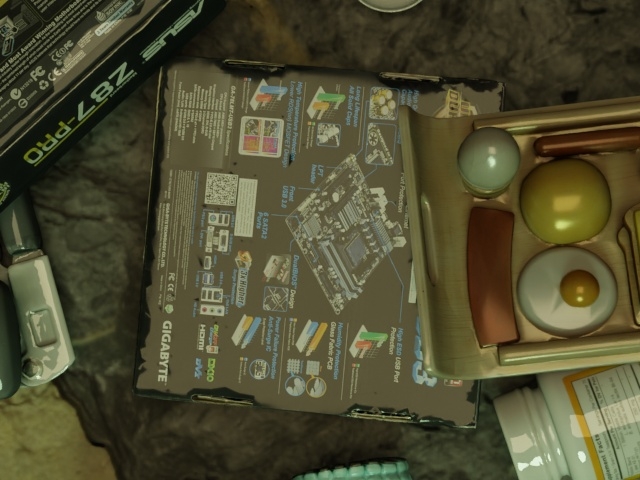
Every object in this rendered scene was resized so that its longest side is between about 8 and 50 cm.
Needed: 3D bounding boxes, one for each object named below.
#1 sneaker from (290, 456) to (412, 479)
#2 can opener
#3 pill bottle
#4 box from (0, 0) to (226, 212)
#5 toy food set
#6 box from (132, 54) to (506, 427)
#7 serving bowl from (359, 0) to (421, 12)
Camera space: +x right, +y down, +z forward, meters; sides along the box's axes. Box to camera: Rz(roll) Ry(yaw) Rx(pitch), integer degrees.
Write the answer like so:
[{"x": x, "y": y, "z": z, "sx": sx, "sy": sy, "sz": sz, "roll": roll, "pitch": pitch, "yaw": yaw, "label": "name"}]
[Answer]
[{"x": -0.055, "y": 0.263, "z": 1.334, "sx": 0.283, "sy": 0.110, "sz": 0.122, "roll": -13, "pitch": 80, "yaw": 4, "label": "sneaker"}, {"x": -0.279, "y": -0.006, "z": 1.377, "sx": 0.074, "sy": 0.093, "sz": 0.280, "roll": -15, "pitch": 83, "yaw": 5, "label": "can opener"}, {"x": 0.255, "y": 0.135, "z": 1.317, "sx": 0.215, "sy": 0.117, "sz": 0.117, "roll": -19, "pitch": 88, "yaw": 4, "label": "pill bottle"}, {"x": -0.326, "y": -0.184, "z": 1.340, "sx": 0.395, "sy": 0.097, "sz": 0.318, "roll": -43, "pitch": 75, "yaw": 1, "label": "box"}, {"x": 0.222, "y": -0.018, "z": 1.246, "sx": 0.306, "sy": 0.092, "sz": 0.219, "roll": -6, "pitch": 75, "yaw": 4, "label": "toy food set"}, {"x": 0.000, "y": 0.000, "z": 1.361, "sx": 0.293, "sy": 0.073, "sz": 0.295, "roll": 4, "pitch": 89, "yaw": 3, "label": "box"}, {"x": 0.061, "y": -0.236, "z": 1.382, "sx": 0.083, "sy": 0.027, "sz": 0.083, "roll": 0, "pitch": 89, "yaw": 5, "label": "serving bowl"}]
